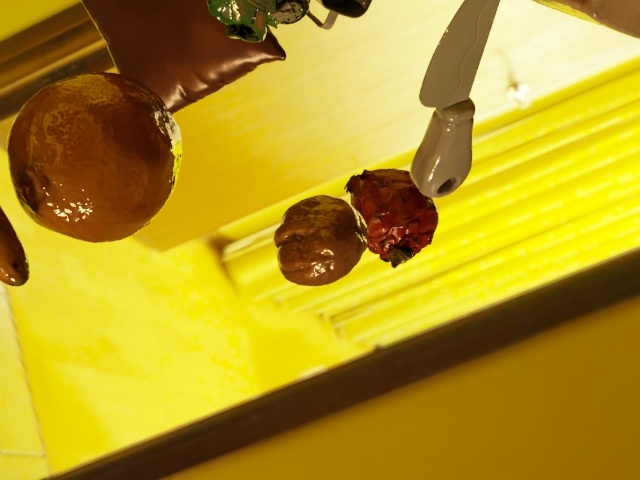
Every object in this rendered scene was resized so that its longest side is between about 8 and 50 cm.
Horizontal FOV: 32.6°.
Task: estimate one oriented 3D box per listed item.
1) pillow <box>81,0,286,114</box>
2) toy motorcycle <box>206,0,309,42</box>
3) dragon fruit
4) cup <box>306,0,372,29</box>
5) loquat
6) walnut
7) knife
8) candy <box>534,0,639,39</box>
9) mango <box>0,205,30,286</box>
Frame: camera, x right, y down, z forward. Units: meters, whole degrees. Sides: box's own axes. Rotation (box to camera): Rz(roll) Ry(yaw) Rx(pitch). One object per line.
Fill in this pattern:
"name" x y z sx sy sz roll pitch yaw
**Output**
"pillow" -0.231 -0.355 1.698 0.108 0.305 0.307 -26 91 -61
"toy motorcycle" -0.101 -0.304 1.335 0.190 0.106 0.074 30 30 -44
"dragon fruit" 0.142 -0.054 2.127 0.209 0.172 0.172 61 11 14
"cup" 0.015 -0.393 1.670 0.095 0.128 0.129 10 24 -37
"loquat" -0.249 -0.097 1.239 0.234 0.176 0.187 -28 132 -58
"walnut" 0.000 0.000 1.803 0.149 0.166 0.166 27 38 -40
"knife" 0.134 -0.154 1.119 0.331 0.080 0.044 93 -27 -56
"candy" 0.546 -0.444 1.948 0.359 0.145 0.208 8 18 -36
"mango" -0.362 -0.028 1.110 0.098 0.075 0.190 44 -8 48
